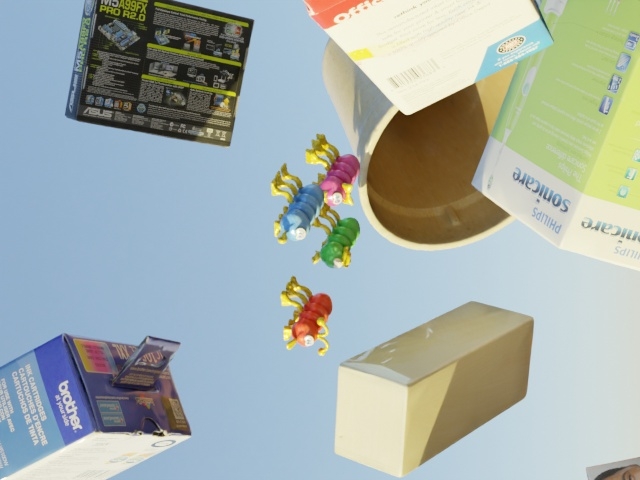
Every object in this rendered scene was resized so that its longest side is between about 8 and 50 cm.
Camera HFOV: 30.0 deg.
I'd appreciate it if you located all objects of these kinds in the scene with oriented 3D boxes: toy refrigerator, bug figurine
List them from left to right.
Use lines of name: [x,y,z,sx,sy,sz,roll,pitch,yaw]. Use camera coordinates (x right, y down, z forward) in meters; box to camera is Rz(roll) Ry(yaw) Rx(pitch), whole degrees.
bug figurine: [0.000,0.000,1.509,0.279,0.072,0.216,86,-156,-45]
toy refrigerator: [0.125,0.152,1.294,0.269,0.094,0.102,-19,-63,-50]

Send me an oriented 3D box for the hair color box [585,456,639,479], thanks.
hair color box: [0.346,0.254,1.204,0.043,0.141,0.072,61,-163,-57]

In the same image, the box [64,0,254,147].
box: [-0.253,-0.275,1.903,0.270,0.060,0.216,7,-83,-30]

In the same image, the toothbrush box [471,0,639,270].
toothbrush box: [0.291,-0.141,1.210,0.283,0.122,0.206,-69,25,13]

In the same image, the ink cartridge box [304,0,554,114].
ink cartridge box: [0.068,-0.190,0.861,0.231,0.134,0.078,36,-147,-60]

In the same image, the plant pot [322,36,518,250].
plant pot: [0.157,-0.209,1.792,0.305,0.334,0.334,-119,8,-45]

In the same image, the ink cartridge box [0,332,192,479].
ink cartridge box: [-0.362,0.255,1.624,0.151,0.395,0.270,68,-165,17]

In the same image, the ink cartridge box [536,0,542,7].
ink cartridge box: [0.359,-0.296,1.385,0.160,0.219,0.092,54,-163,-39]
